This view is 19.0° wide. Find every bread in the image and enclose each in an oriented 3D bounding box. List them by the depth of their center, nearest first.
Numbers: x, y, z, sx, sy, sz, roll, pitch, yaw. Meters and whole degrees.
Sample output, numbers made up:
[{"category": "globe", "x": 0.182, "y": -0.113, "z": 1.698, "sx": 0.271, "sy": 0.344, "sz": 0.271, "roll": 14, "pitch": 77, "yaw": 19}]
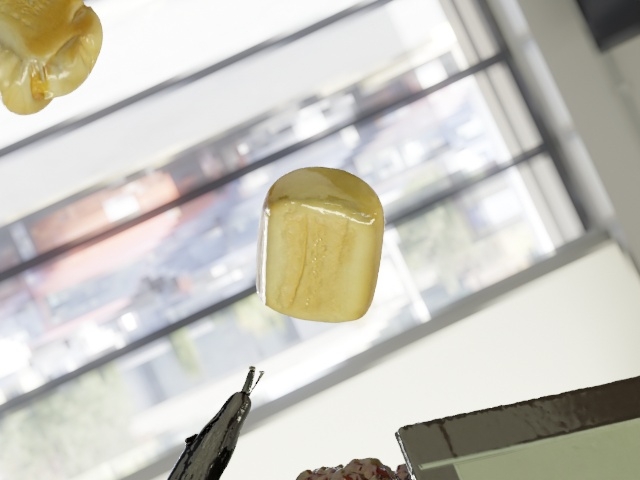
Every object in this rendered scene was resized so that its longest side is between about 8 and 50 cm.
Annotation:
[{"category": "bread", "x": -0.369, "y": -0.238, "z": 1.907, "sx": 0.121, "sy": 0.311, "sz": 0.173, "roll": -54, "pitch": -177, "yaw": 44}, {"category": "bread", "x": 0.000, "y": 0.000, "z": 2.191, "sx": 0.147, "sy": 0.098, "sz": 0.217, "roll": 9, "pitch": 136, "yaw": -2}]

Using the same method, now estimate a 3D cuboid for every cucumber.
[{"category": "cucumber", "x": -0.090, "y": 0.166, "z": 1.462, "sx": 0.163, "sy": 0.039, "sz": 0.043, "roll": -61, "pitch": 175, "yaw": -35}]

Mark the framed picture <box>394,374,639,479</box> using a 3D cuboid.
[{"category": "framed picture", "x": 0.225, "y": 0.253, "z": 1.302, "sx": 0.265, "sy": 0.347, "sz": 0.016, "roll": -10, "pitch": 150, "yaw": -23}]

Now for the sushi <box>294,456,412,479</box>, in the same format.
[{"category": "sushi", "x": 0.003, "y": 0.274, "z": 1.512, "sx": 0.225, "sy": 0.219, "sz": 0.238, "roll": 1, "pitch": -168, "yaw": -26}]
